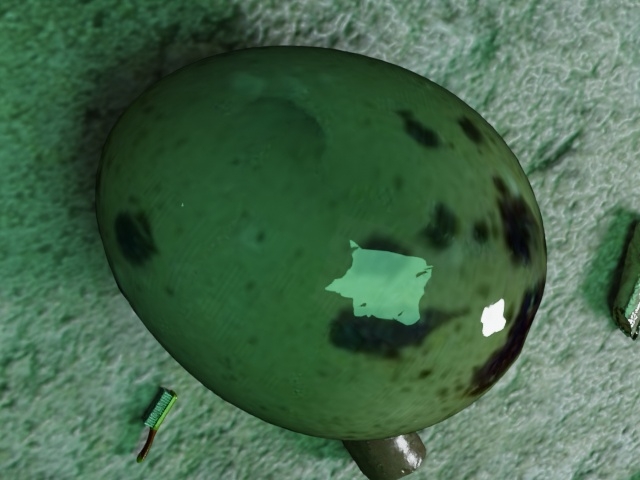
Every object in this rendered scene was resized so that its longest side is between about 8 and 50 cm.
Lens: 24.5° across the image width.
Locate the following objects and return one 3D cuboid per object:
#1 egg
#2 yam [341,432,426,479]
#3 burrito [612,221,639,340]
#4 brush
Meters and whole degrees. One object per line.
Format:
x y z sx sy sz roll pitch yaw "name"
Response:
0.000 0.000 1.328 0.428 0.345 0.345 18 101 -22 "egg"
0.059 0.202 1.600 0.084 0.084 0.127 -34 119 -11 "yam"
0.371 0.048 1.718 0.055 0.041 0.149 0 111 -42 "burrito"
-0.174 0.190 1.509 0.021 0.019 0.083 24 98 -23 "brush"
